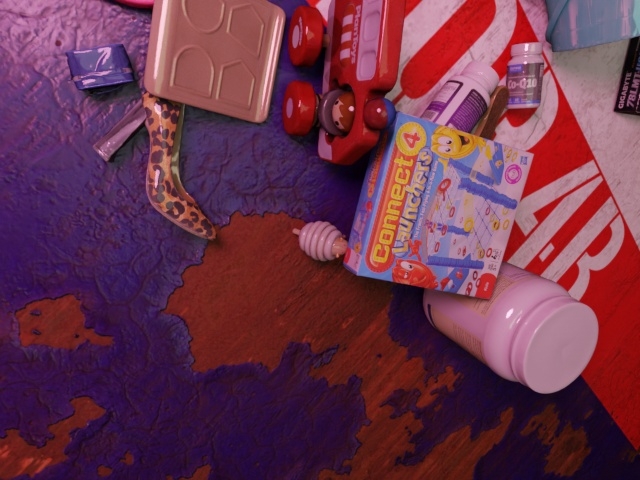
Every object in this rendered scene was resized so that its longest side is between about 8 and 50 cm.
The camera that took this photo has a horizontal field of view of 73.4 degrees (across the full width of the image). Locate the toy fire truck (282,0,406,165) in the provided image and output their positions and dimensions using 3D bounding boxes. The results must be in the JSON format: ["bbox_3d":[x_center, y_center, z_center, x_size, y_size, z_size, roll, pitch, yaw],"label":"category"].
[{"bbox_3d":[0.053,-0.282,0.744,0.169,0.254,0.302,0,105,-22],"label":"toy fire truck"}]

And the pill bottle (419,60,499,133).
[{"bbox_3d":[0.293,-0.282,0.923,0.108,0.108,0.194,37,90,-27],"label":"pill bottle"}]

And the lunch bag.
[{"bbox_3d":[-0.353,-0.270,0.687,0.098,0.067,0.065,-18,111,-15],"label":"lunch bag"}]

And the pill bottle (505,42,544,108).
[{"bbox_3d":[0.467,-0.375,0.983,0.078,0.078,0.137,-10,108,-19],"label":"pill bottle"}]

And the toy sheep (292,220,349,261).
[{"bbox_3d":[0.000,0.000,0.892,0.091,0.132,0.091,-43,140,-51],"label":"toy sheep"}]

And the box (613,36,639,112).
[{"bbox_3d":[0.951,-0.482,1.152,0.295,0.073,0.294,-2,105,-21],"label":"box"}]

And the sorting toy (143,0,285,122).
[{"bbox_3d":[-0.165,-0.375,0.724,0.229,0.041,0.308,2,104,-44],"label":"sorting toy"}]

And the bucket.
[{"bbox_3d":[0.613,-0.519,0.899,0.281,0.281,0.183,-19,111,-16],"label":"bucket"}]

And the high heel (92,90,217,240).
[{"bbox_3d":[-0.234,-0.137,0.761,0.186,0.093,0.261,-45,111,-3],"label":"high heel"}]

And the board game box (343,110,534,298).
[{"bbox_3d":[0.230,-0.060,0.847,0.301,0.086,0.309,11,98,-17],"label":"board game box"}]

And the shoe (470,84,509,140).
[{"bbox_3d":[0.362,-0.252,0.995,0.076,0.058,0.219,12,105,-45],"label":"shoe"}]

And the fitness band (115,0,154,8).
[{"bbox_3d":[-0.323,-0.484,0.644,0.290,0.054,0.209,14,100,-24],"label":"fitness band"}]

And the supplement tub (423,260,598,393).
[{"bbox_3d":[0.417,0.171,0.987,0.235,0.325,0.236,-6,108,-20],"label":"supplement tub"}]
